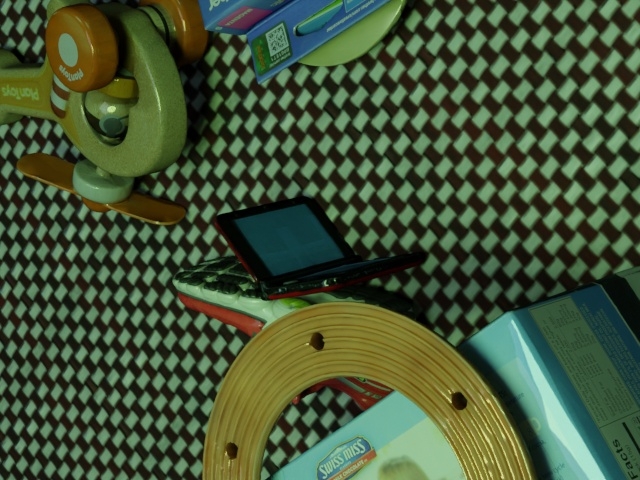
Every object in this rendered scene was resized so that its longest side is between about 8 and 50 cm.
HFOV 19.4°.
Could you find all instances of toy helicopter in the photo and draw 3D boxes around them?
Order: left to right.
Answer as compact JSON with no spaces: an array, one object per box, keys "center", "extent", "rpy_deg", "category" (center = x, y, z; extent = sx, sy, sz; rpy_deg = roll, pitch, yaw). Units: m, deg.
[{"center":[-0.250,-0.134,1.896],"extent":[0.355,0.140,0.235],"rpy_deg":[8,113,48],"category":"toy helicopter"}]

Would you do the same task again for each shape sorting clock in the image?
[{"center":[0.008,-0.260,1.695],"extent":[0.206,0.040,0.206],"rpy_deg":[-3,86,42],"category":"shape sorting clock"}]

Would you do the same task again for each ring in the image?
[{"center":[0.039,0.212,1.472],"extent":[0.337,0.032,0.336],"rpy_deg":[6,100,39],"category":"ring"}]

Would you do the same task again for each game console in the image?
[{"center":[0.000,0.000,1.684],"extent":[0.124,0.144,0.085],"rpy_deg":[-11,93,39],"category":"game console"}]

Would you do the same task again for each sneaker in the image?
[{"center":[-0.033,0.092,1.760],"extent":[0.279,0.107,0.118],"rpy_deg":[20,120,37],"category":"sneaker"}]

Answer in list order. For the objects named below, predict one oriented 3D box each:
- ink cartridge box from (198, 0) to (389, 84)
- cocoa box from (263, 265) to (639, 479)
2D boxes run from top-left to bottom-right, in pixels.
[{"center":[-0.050,-0.318,1.684],"extent":[0.186,0.065,0.311],"rpy_deg":[-27,72,39],"category":"ink cartridge box"},{"center":[0.153,0.212,1.548],"extent":[0.347,0.228,0.231],"rpy_deg":[-39,74,36],"category":"cocoa box"}]
